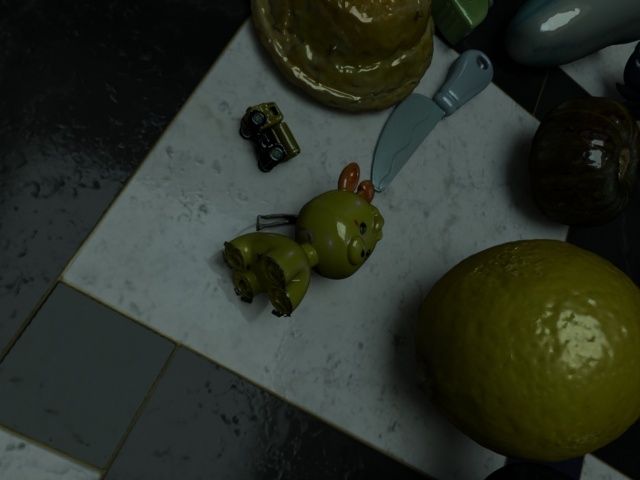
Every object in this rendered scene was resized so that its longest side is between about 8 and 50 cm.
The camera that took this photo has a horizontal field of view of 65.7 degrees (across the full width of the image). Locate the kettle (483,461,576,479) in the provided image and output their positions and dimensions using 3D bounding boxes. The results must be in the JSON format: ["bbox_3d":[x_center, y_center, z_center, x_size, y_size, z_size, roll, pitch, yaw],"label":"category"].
[{"bbox_3d":[0.241,0.388,0.571,0.290,0.268,0.207,57,26,-21],"label":"kettle"}]

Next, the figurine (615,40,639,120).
[{"bbox_3d":[0.671,-0.280,0.916,0.197,0.265,0.175,-21,122,-31],"label":"figurine"}]

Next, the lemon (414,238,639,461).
[{"bbox_3d":[0.261,0.132,0.620,0.293,0.293,0.293,6,76,-24],"label":"lemon"}]

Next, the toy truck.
[{"bbox_3d":[-0.067,-0.140,0.653,0.054,0.049,0.083,-30,92,-29],"label":"toy truck"}]

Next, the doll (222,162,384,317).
[{"bbox_3d":[0.000,0.000,0.622,0.221,0.135,0.142,-37,127,-33],"label":"doll"}]

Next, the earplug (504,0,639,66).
[{"bbox_3d":[0.464,-0.410,0.900,0.324,0.185,0.185,-28,91,-23],"label":"earplug"}]

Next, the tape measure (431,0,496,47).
[{"bbox_3d":[0.226,-0.440,0.837,0.154,0.087,0.177,-41,95,-15],"label":"tape measure"}]

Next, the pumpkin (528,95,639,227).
[{"bbox_3d":[0.423,-0.132,0.822,0.219,0.162,0.218,-10,106,-37],"label":"pumpkin"}]

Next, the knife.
[{"bbox_3d":[0.169,-0.204,0.788,0.080,0.044,0.331,48,67,-8],"label":"knife"}]

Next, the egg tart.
[{"bbox_3d":[0.054,-0.348,0.715,0.319,0.128,0.318,5,76,-21],"label":"egg tart"}]
